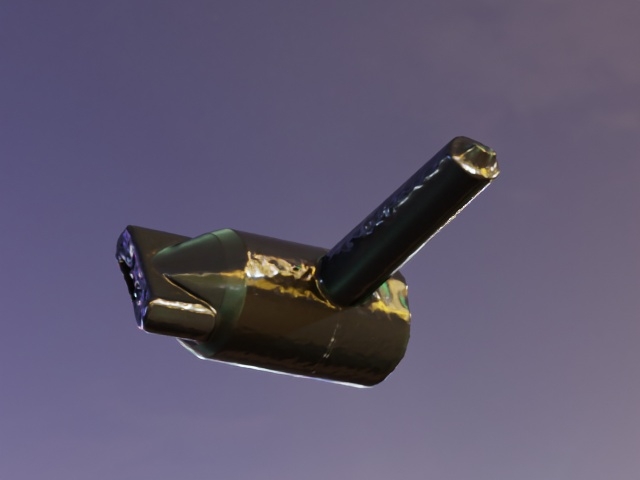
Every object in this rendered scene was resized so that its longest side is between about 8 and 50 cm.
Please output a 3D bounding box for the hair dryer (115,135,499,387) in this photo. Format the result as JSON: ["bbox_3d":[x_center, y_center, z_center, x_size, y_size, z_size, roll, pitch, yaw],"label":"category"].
[{"bbox_3d":[0.000,0.000,1.070,0.244,0.116,0.302,13,-41,-33],"label":"hair dryer"}]
